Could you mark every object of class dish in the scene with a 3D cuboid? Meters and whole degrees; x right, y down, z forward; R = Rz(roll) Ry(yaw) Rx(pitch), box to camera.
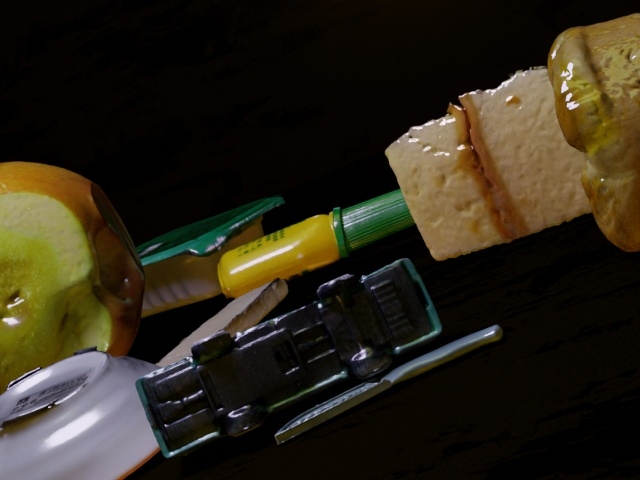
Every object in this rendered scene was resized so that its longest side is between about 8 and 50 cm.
[{"bbox_3d":[-0.254,0.173,1.138,0.260,0.085,0.260,-24,15,7],"label":"dish"}]

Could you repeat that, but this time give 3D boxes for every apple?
[{"bbox_3d":[-0.404,0.081,1.533,0.374,0.374,0.384,-23,38,3],"label":"apple"}]

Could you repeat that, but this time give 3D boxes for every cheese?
[{"bbox_3d":[-0.142,0.130,1.405,0.085,0.034,0.400,-25,6,24],"label":"cheese"}]

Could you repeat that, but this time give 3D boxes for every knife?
[{"bbox_3d":[0.057,0.117,0.973,0.210,0.015,0.028,-25,14,-4],"label":"knife"}]

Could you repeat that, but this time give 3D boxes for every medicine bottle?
[{"bbox_3d":[0.000,0.000,1.676,0.309,0.076,0.111,-23,10,8],"label":"medicine bottle"}]

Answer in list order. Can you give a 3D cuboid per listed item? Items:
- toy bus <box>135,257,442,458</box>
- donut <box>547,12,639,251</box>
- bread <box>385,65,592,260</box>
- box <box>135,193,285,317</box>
[{"bbox_3d":[-0.027,0.103,1.021,0.261,0.091,0.109,-23,-9,-3],"label":"toy bus"},{"bbox_3d":[0.296,-0.110,1.096,0.128,0.208,0.261,-21,13,16],"label":"donut"},{"bbox_3d":[0.215,-0.099,1.349,0.240,0.178,0.135,-22,9,28],"label":"bread"},{"bbox_3d":[-0.221,0.042,1.937,0.336,0.106,0.264,-18,9,39],"label":"box"}]
